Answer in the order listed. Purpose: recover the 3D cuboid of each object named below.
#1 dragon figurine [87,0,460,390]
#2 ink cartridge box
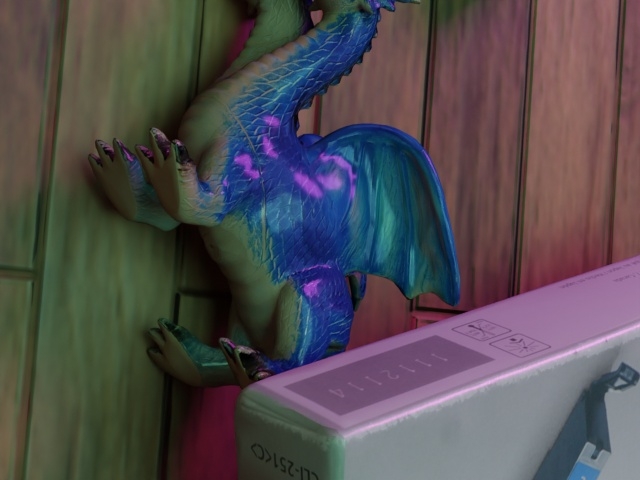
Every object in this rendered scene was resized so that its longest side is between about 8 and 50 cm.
[{"bbox_3d":[0.000,0.000,0.564,0.144,0.085,0.289,-25,100,-31],"label":"dragon figurine"},{"bbox_3d":[0.104,0.150,0.592,0.296,0.066,0.261,-15,112,-36],"label":"ink cartridge box"}]
